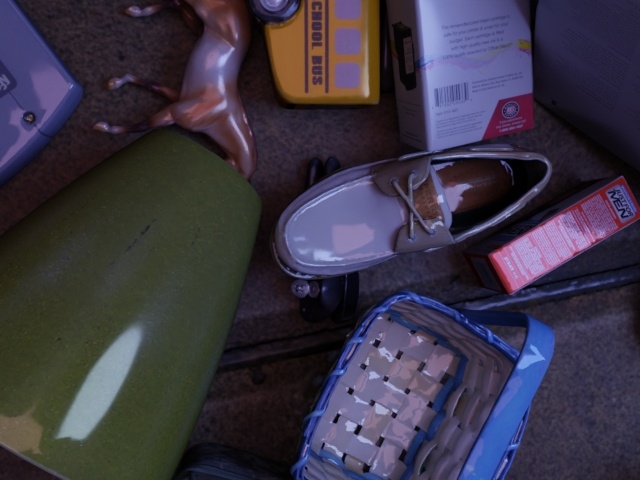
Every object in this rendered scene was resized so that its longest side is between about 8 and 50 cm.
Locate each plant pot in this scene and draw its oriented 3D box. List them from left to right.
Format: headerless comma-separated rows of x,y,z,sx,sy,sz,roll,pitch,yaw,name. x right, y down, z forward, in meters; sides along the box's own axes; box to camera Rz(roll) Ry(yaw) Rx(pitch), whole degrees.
-0.187,0.050,0.660,0.275,0.275,0.293,34,74,-4,plant pot

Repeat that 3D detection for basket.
0.096,0.171,0.651,0.201,0.289,0.255,29,88,-5,basket

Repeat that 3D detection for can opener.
0.000,0.000,0.766,0.059,0.073,0.186,-5,87,34,can opener

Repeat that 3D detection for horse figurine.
-0.136,-0.197,0.741,0.174,0.066,0.263,11,92,1,horse figurine

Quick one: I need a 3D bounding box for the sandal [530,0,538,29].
0.289,-0.306,0.778,0.254,0.054,0.097,-17,92,-4,sandal

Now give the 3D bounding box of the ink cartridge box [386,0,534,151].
0.143,-0.192,0.707,0.127,0.072,0.175,-14,111,-15,ink cartridge box

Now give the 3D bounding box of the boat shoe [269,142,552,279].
0.095,-0.042,0.712,0.302,0.103,0.113,-21,94,-17,boat shoe

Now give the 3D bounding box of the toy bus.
-0.008,-0.305,0.709,0.130,0.108,0.333,-1,98,-3,toy bus

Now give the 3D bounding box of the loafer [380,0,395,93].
0.099,-0.271,0.758,0.078,0.080,0.220,2,100,-9,loafer

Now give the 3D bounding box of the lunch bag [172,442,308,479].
-0.096,0.371,0.655,0.212,0.256,0.305,22,88,-5,lunch bag

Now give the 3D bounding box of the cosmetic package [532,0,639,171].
0.364,-0.123,0.608,0.097,0.284,0.377,-46,69,-5,cosmetic package

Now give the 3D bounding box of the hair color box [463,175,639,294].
0.250,-0.007,0.760,0.167,0.093,0.053,-29,93,-4,hair color box

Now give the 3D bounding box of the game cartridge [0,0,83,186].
-0.412,-0.129,0.726,0.297,0.062,0.198,-37,98,-3,game cartridge
